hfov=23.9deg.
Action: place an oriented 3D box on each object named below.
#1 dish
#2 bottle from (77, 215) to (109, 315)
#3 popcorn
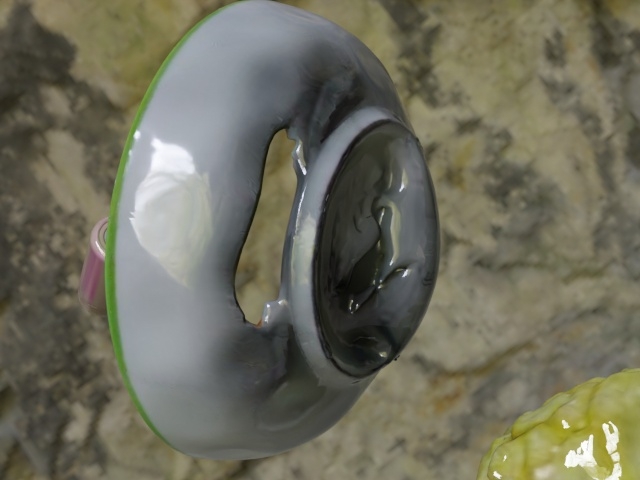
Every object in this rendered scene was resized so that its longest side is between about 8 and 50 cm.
[{"bbox_3d":[0.000,0.000,1.032,0.324,0.124,0.324,-23,-63,-58],"label":"dish"},{"bbox_3d":[-0.165,0.022,1.195,0.045,0.045,0.096,-28,-20,-30],"label":"bottle"},{"bbox_3d":[0.214,0.203,1.056,0.256,0.255,0.195,-54,-38,-25],"label":"popcorn"}]
